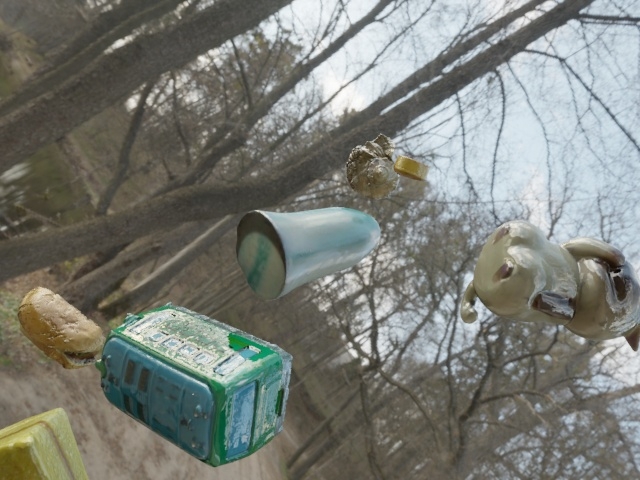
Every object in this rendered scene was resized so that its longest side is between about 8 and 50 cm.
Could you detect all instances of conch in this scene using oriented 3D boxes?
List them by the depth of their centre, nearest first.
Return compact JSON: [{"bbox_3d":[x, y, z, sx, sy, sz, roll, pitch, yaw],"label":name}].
[{"bbox_3d":[0.157,-0.210,1.419,0.163,0.178,0.245,34,4,-1],"label":"conch"}]

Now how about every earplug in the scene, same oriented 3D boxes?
[{"bbox_3d":[0.000,0.000,1.074,0.185,0.323,0.185,21,-63,47],"label":"earplug"}]

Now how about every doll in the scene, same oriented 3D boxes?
[{"bbox_3d":[0.506,0.091,1.056,0.215,0.370,0.226,-75,170,-50],"label":"doll"}]

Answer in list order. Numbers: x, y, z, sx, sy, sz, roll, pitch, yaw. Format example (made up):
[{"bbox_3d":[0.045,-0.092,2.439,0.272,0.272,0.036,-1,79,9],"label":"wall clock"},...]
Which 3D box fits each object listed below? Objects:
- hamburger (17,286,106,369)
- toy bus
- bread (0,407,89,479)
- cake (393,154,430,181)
[{"bbox_3d":[-0.722,0.239,1.337,0.262,0.124,0.131,36,16,5],"label":"hamburger"},{"bbox_3d":[-0.237,0.250,0.885,0.343,0.199,0.184,14,-76,30],"label":"toy bus"},{"bbox_3d":[-0.561,0.544,0.938,0.362,0.244,0.233,68,-15,-2],"label":"bread"},{"bbox_3d":[0.209,-0.165,1.130,0.084,0.084,0.044,35,-70,53],"label":"cake"}]
